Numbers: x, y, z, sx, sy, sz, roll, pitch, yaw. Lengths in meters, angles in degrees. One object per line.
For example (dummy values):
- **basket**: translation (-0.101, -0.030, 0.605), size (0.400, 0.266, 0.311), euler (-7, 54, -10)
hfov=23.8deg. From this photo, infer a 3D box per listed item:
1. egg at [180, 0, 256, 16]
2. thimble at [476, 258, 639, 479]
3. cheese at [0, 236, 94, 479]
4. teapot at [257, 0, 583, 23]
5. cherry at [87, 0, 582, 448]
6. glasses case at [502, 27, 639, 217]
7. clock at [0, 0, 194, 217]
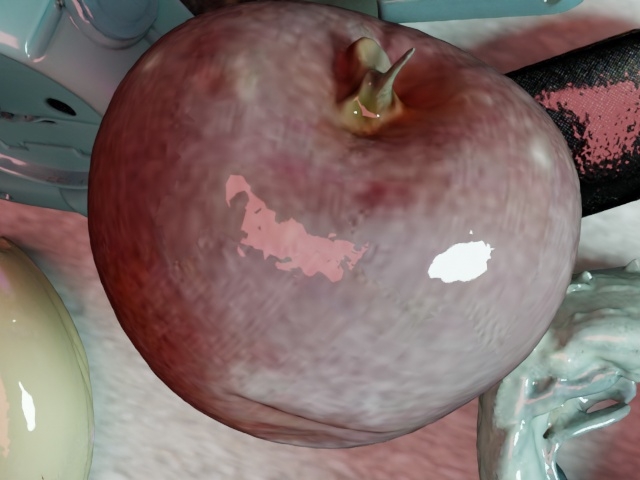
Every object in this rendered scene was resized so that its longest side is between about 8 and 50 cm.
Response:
- **egg**: translation (-0.110, -0.200, 0.956), size (0.141, 0.141, 0.181), euler (-38, 98, 17)
- **thimble**: translation (0.199, 0.127, 0.921), size (0.205, 0.172, 0.250), euler (-37, 92, 12)
- **cheese**: translation (-0.288, 0.114, 1.058), size (0.266, 0.127, 0.233), euler (-23, 90, 14)
- **teapot**: translation (0.073, -0.196, 0.887), size (0.225, 0.203, 0.171), euler (-4, 135, 8)
- **cherry**: translation (0.000, 0.000, 0.822), size (0.261, 0.221, 0.307), euler (17, 148, -1)
- **glasses case**: translation (0.120, -0.054, 0.958), size (0.267, 0.067, 0.103), euler (-17, 93, 17)
- **clock**: translation (-0.181, -0.109, 0.913), size (0.224, 0.274, 0.094), euler (6, 66, 29)
